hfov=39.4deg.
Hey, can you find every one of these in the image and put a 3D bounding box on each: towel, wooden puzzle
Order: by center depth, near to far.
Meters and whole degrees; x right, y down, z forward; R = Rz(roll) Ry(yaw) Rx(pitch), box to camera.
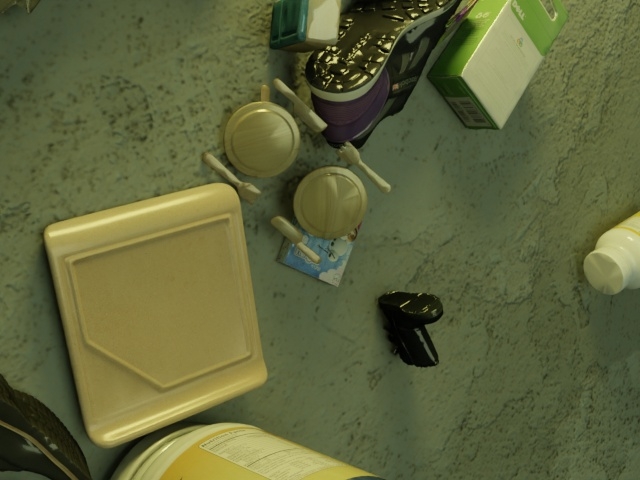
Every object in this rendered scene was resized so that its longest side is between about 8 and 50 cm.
[{"bbox_3d":[-0.171,0.074,0.960,0.221,0.044,0.238,-18,103,-34],"label":"wooden puzzle"},{"bbox_3d":[0.175,-0.285,1.156,0.009,0.060,0.083,43,69,1],"label":"towel"}]

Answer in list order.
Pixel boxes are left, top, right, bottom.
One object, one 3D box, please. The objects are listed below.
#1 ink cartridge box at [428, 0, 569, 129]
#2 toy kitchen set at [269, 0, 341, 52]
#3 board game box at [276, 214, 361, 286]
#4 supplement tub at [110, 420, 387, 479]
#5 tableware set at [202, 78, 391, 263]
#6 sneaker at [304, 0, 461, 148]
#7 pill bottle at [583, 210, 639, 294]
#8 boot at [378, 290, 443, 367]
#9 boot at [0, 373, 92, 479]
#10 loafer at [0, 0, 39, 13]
[{"bbox_3d":[0.243,-0.262,1.204,0.109,0.062,0.209,44,70,-34],"label":"ink cartridge box"},{"bbox_3d":[-0.068,-0.316,0.944,0.166,0.122,0.207,4,95,-18],"label":"toy kitchen set"},{"bbox_3d":[0.000,0.000,1.088,0.090,0.020,0.090,25,83,-37],"label":"board game box"},{"bbox_3d":[-0.058,0.315,0.897,0.228,0.316,0.228,-8,102,-44],"label":"supplement tub"},{"bbox_3d":[-0.028,-0.082,1.021,0.128,0.039,0.194,-45,109,6],"label":"tableware set"},{"bbox_3d":[0.080,-0.224,1.083,0.283,0.107,0.124,-47,149,-28],"label":"sneaker"},{"bbox_3d":[0.506,0.016,1.427,0.184,0.103,0.103,-27,113,-31],"label":"pill bottle"},{"bbox_3d":[0.127,0.118,1.146,0.045,0.121,0.099,-32,109,-27],"label":"boot"},{"bbox_3d":[-0.327,0.208,0.855,0.137,0.077,0.198,-40,127,-6],"label":"boot"},{"bbox_3d":[-0.281,-0.258,0.800,0.251,0.094,0.087,-43,155,-26],"label":"loafer"}]
